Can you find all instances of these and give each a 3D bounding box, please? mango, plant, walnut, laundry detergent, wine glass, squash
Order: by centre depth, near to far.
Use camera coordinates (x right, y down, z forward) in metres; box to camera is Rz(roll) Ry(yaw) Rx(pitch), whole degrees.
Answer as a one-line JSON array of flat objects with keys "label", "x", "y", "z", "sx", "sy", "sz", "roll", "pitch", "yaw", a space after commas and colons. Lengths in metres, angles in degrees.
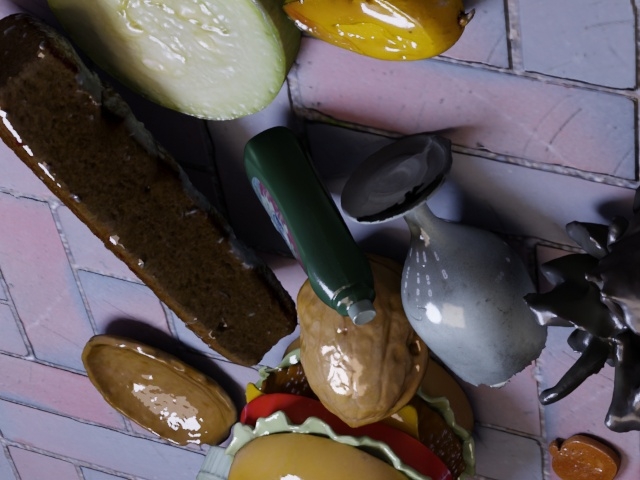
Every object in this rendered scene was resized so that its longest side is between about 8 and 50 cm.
[{"label": "mango", "x": 0.049, "y": -0.195, "z": 1.655, "sx": 0.187, "sy": 0.066, "sz": 0.101, "roll": 2, "pitch": 146, "yaw": 39}, {"label": "plant", "x": 0.309, "y": 0.051, "z": 1.698, "sx": 0.276, "sy": 0.199, "sz": 0.188, "roll": -9, "pitch": 125, "yaw": 36}, {"label": "squash", "x": -0.138, "y": -0.208, "z": 1.774, "sx": 0.252, "sy": 0.049, "sz": 0.252, "roll": 18, "pitch": 145, "yaw": 13}, {"label": "laundry detergent", "x": 0.000, "y": 0.000, "z": 1.831, "sx": 0.211, "sy": 0.063, "sz": 0.137, "roll": 59, "pitch": 172, "yaw": 33}, {"label": "wine glass", "x": 0.121, "y": 0.023, "z": 1.835, "sx": 0.126, "sy": 0.126, "sz": 0.241, "roll": -5, "pitch": 131, "yaw": 38}, {"label": "walnut", "x": 0.045, "y": 0.098, "z": 1.951, "sx": 0.144, "sy": 0.144, "sz": 0.180, "roll": 5, "pitch": 99, "yaw": 29}]

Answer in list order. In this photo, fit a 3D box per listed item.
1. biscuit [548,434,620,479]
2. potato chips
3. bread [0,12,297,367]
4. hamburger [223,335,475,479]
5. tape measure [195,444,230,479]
[{"label": "biscuit", "x": 0.281, "y": 0.236, "z": 2.098, "sx": 0.078, "sy": 0.015, "sz": 0.091, "roll": 29, "pitch": 145, "yaw": 0}, {"label": "potato chips", "x": -0.186, "y": 0.169, "z": 2.292, "sx": 0.202, "sy": 0.049, "sz": 0.150, "roll": 33, "pitch": 143, "yaw": -5}, {"label": "bread", "x": -0.185, "y": -0.046, "z": 1.916, "sx": 0.416, "sy": 0.113, "sz": 0.165, "roll": 49, "pitch": 174, "yaw": -31}, {"label": "hamburger", "x": 0.024, "y": 0.248, "z": 2.109, "sx": 0.274, "sy": 0.212, "sz": 0.274, "roll": 18, "pitch": 145, "yaw": 13}, {"label": "tape measure", "x": -0.042, "y": 0.340, "z": 2.326, "sx": 0.235, "sy": 0.115, "sz": 0.207, "roll": 22, "pitch": 163, "yaw": 2}]
